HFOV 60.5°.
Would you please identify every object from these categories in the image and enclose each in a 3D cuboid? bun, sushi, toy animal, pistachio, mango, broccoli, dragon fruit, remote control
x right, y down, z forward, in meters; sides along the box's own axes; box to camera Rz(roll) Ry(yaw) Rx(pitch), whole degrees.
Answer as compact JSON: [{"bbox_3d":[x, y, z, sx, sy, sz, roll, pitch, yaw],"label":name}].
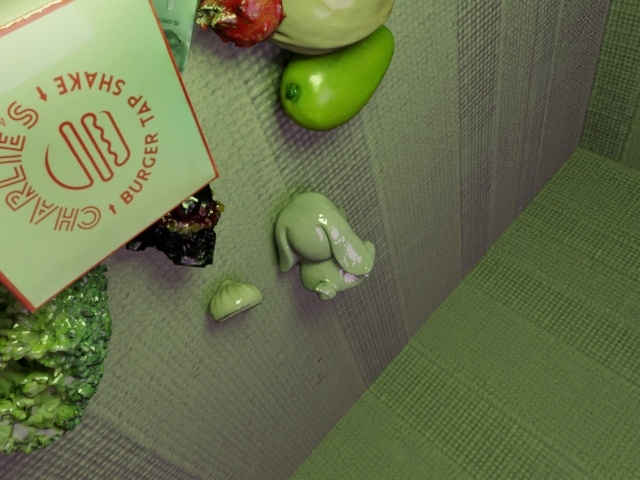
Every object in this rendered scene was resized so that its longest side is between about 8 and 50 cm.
[{"bbox_3d":[-0.216,0.141,1.362,0.138,0.094,0.138,-24,171,-4],"label":"bun"},{"bbox_3d":[-0.271,-0.059,1.058,0.172,0.153,0.150,9,133,-34],"label":"sushi"},{"bbox_3d":[0.000,0.000,1.408,0.206,0.271,0.265,-61,144,-43],"label":"toy animal"},{"bbox_3d":[0.002,-0.466,1.025,0.331,0.208,0.226,-28,96,-16],"label":"pistachio"},{"bbox_3d":[0.050,-0.366,1.204,0.343,0.156,0.192,-41,147,-26],"label":"mango"},{"bbox_3d":[-0.472,0.157,0.890,0.317,0.277,0.339,-27,133,-7],"label":"broccoli"},{"bbox_3d":[-0.144,-0.381,0.914,0.153,0.152,0.111,86,24,-44],"label":"dragon fruit"},{"bbox_3d":[-0.254,-0.379,0.891,0.104,0.052,0.248,-12,127,-46],"label":"remote control"}]

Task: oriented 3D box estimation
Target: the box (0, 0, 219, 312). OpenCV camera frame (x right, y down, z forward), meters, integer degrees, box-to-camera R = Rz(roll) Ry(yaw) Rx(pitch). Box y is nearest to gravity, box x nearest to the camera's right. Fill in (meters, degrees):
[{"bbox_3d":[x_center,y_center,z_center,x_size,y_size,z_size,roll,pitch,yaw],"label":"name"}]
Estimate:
[{"bbox_3d":[-0.371,-0.164,0.694,0.312,0.300,0.315,-41,144,-23],"label":"box"}]
